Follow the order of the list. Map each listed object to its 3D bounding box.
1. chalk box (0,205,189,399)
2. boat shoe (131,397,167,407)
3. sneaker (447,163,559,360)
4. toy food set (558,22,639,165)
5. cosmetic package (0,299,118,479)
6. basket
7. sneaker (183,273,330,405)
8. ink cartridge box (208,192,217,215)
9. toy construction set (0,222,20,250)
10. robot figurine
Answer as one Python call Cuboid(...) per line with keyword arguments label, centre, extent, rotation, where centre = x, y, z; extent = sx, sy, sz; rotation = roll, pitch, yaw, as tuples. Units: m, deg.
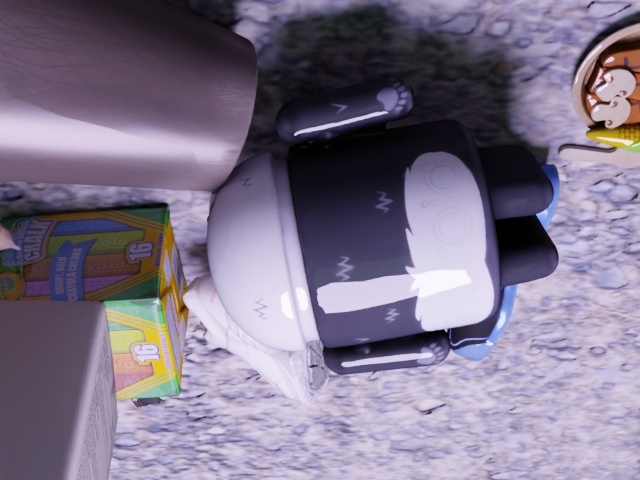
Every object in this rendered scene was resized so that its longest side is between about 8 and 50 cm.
Cuboid(label="chalk box", centre=(-0.240, 0.063, 0.996), extent=(0.213, 0.132, 0.132), rotation=(-5, 132, 1))
Cuboid(label="boat shoe", centre=(-0.206, 0.132, 1.116), extent=(0.042, 0.049, 0.133), rotation=(-24, 134, 8))
Cuboid(label="sneaker", centre=(0.146, 0.016, 1.016), extent=(0.090, 0.081, 0.232), rotation=(10, 124, -8))
Cuboid(label="toy food set", centre=(0.283, -0.130, 0.911), extent=(0.132, 0.038, 0.192), rotation=(2, 132, -5))
Cuboid(label="cosmetic package", centre=(-0.236, 0.208, 0.833), extent=(0.113, 0.309, 0.160), rotation=(1, 130, -3))
Cuboid(label="basket", centre=(-0.176, -0.121, 0.816), extent=(0.227, 0.204, 0.154), rotation=(13, 173, -23))
Cuboid(label="sneaker", centre=(-0.060, 0.090, 1.076), extent=(0.115, 0.090, 0.232), rotation=(12, 153, 29))
Cuboid(label="ink cartridge box", centre=(0.000, 0.000, 1.013), extent=(0.145, 0.045, 0.179), rotation=(-23, 127, 18))
Cuboid(label="toy construction set", centre=(-0.410, 0.011, 0.909), extent=(0.309, 0.257, 0.237), rotation=(1, 169, 7))
Cuboid(label="robot figurine", centre=(0.046, -0.005, 0.873), extent=(0.278, 0.209, 0.173), rotation=(-10, 165, 2))
